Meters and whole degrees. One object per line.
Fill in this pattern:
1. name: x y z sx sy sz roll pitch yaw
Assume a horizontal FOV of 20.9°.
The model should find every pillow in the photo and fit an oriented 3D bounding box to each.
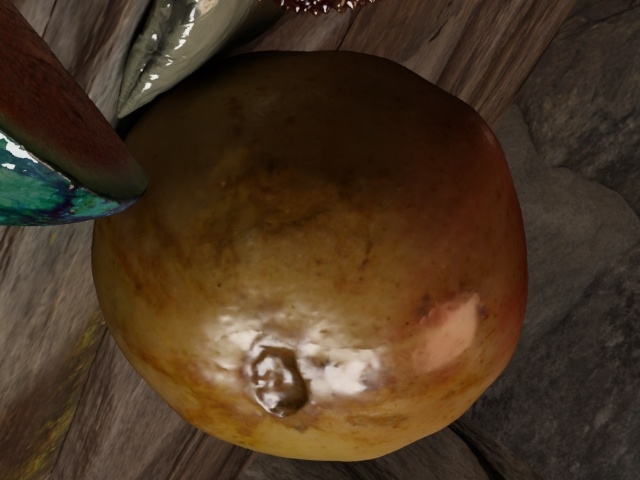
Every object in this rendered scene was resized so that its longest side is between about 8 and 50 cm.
1. pillow: -0.059 -0.177 1.254 0.148 0.050 0.229 -47 175 38

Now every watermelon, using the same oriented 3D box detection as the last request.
1. watermelon: -0.170 -0.048 0.870 0.128 0.146 0.231 -52 174 7

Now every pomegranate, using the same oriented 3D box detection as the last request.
1. pomegranate: 0.000 0.000 1.335 0.338 0.338 0.338 -50 171 -11

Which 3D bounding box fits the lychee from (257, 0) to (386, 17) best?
1. lychee: -0.004 -0.213 0.977 0.188 0.188 0.188 -50 171 -11
